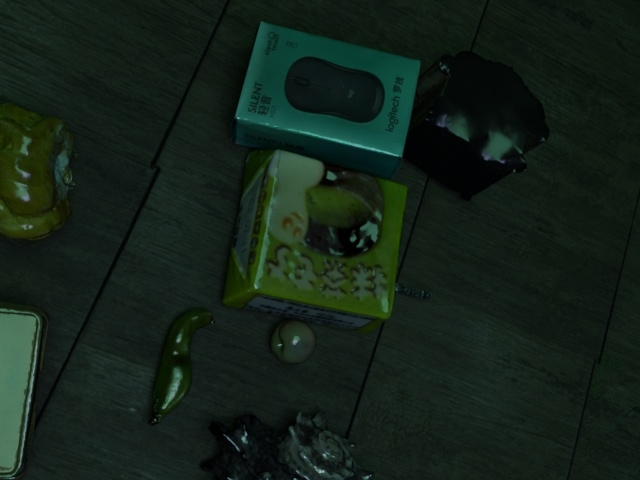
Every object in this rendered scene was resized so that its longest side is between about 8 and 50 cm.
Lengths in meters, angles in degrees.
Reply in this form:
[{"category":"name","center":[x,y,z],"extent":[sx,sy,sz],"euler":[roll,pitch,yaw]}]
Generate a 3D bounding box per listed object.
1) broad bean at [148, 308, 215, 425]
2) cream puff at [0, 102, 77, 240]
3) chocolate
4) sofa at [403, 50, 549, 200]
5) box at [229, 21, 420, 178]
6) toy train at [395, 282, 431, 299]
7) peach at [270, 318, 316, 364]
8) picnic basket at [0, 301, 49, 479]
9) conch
[{"category":"broad bean","center":[-0.243,0.211,1.230],"extent":[0.070,0.048,0.213],"euler":[25,71,-13]},{"category":"cream puff","center":[-0.488,-0.107,1.132],"extent":[0.195,0.195,0.221],"euler":[1,77,-19]},{"category":"chocolate","center":[0.000,0.000,1.298],"extent":[0.301,0.137,0.288],"euler":[13,78,-18]},{"category":"sofa","center":[0.285,-0.227,1.412],"extent":[0.258,0.200,0.182],"euler":[32,63,-11]},{"category":"box","center":[0.010,-0.250,1.310],"extent":[0.311,0.118,0.205],"euler":[14,72,-2]},{"category":"toy train","center":[0.176,0.100,1.408],"extent":[0.083,0.017,0.017],"euler":[16,79,-16]},{"category":"peach","center":[-0.047,0.180,1.288],"extent":[0.083,0.083,0.083],"euler":[3,81,-19]},{"category":"picnic basket","center":[-0.508,0.222,1.087],"extent":[0.165,0.139,0.266],"euler":[7,80,-18]},{"category":"conch","center":[-0.044,0.386,1.213],"extent":[0.313,0.186,0.240],"euler":[13,49,1]}]
